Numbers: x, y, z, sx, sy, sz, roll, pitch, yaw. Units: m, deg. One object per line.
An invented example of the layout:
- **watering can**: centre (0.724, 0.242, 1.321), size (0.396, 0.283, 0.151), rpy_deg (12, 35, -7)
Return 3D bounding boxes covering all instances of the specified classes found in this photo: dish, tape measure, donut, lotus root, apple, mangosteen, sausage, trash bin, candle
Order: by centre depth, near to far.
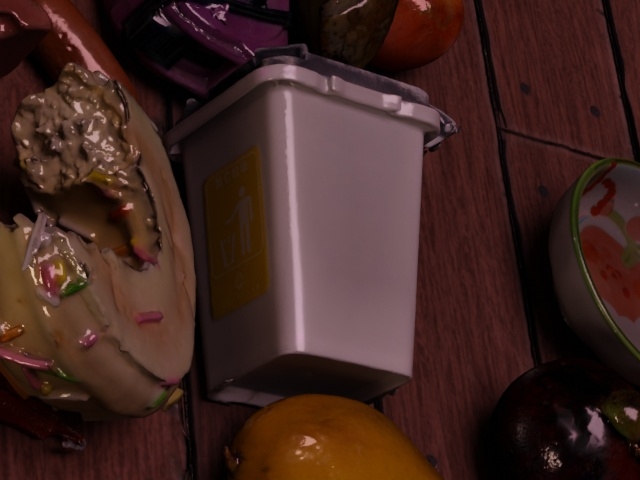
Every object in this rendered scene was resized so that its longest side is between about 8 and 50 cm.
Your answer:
- **candle**: centre (-0.299, 0.165, 1.890), size (0.162, 0.048, 0.053), rpy_deg (32, 77, -22)
- **donut**: centre (-0.233, 0.022, 1.897), size (0.371, 0.150, 0.307), rpy_deg (-84, 153, -53)
- **trash bin**: centre (0.000, 0.000, 2.115), size (0.296, 0.256, 0.368), rpy_deg (15, 61, -35)
- **sausage**: centre (-0.275, -0.205, 2.128), size (0.197, 0.076, 0.076), rpy_deg (54, 44, -1)
- **mangosteen**: centre (0.307, 0.236, 2.232), size (0.216, 0.216, 0.216), rpy_deg (21, 52, -29)
- **tape measure**: centre (-0.132, -0.284, 2.239), size (0.245, 0.149, 0.231), rpy_deg (25, 48, -31)
- **lotus root**: centre (0.028, -0.319, 2.330), size (0.142, 0.210, 0.314), rpy_deg (-4, 59, -9)
- **apple**: centre (0.101, -0.299, 2.459), size (0.163, 0.139, 0.163), rpy_deg (34, 34, -26)
- **dish**: centre (0.398, 0.061, 2.487), size (0.324, 0.124, 0.324), rpy_deg (25, 51, -35)

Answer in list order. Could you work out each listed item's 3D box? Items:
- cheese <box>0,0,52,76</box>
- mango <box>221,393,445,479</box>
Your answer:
- **cheese**: centre (-0.416, -0.277, 2.017), size (0.203, 0.128, 0.177), rpy_deg (-5, 68, -40)
- **mango**: centre (0.025, 0.261, 2.033), size (0.317, 0.119, 0.176), rpy_deg (26, 74, -31)
